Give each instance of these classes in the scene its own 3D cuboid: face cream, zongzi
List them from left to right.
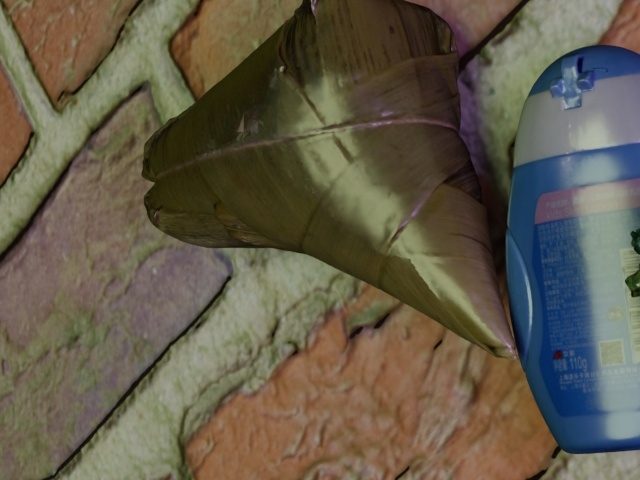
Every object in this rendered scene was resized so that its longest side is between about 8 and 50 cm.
[{"bbox_3d":[0.000,0.000,1.192,0.274,0.145,0.300,-35,64,39],"label":"zongzi"},{"bbox_3d":[0.188,0.003,1.070,0.149,0.083,0.264,-9,84,31],"label":"face cream"}]

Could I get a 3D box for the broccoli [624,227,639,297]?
[{"bbox_3d":[0.263,0.029,0.938,0.154,0.167,0.160,-43,30,-3],"label":"broccoli"}]
